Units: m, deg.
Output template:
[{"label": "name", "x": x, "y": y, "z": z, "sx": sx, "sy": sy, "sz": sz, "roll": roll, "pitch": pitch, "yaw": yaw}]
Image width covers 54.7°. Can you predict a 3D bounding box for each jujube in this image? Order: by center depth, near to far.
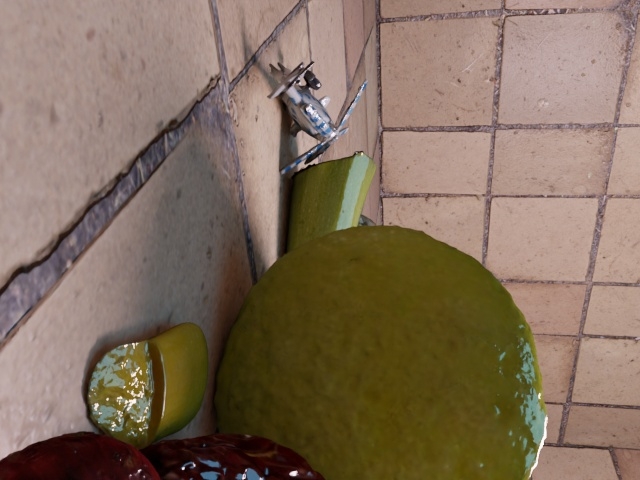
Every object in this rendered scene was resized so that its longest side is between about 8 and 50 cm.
[{"label": "jujube", "x": -0.073, "y": 0.229, "z": 0.474, "sx": 0.236, "sy": 0.168, "sz": 0.168, "roll": 51, "pitch": 37, "yaw": -44}]

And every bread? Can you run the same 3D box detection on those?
[{"label": "bread", "x": 0.065, "y": 0.176, "z": 0.738, "sx": 0.308, "sy": 0.348, "sz": 0.348, "roll": 76, "pitch": 17, "yaw": -75}]

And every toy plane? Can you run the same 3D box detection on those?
[{"label": "toy plane", "x": -0.035, "y": -0.191, "z": 0.894, "sx": 0.182, "sy": 0.107, "sz": 0.273, "roll": -48, "pitch": 163, "yaw": 23}]

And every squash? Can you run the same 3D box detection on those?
[{"label": "squash", "x": -0.013, "y": -0.003, "z": 0.977, "sx": 0.137, "sy": 0.137, "sz": 0.287, "roll": 57, "pitch": 49, "yaw": -73}]

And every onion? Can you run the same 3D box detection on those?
[{"label": "onion", "x": -0.128, "y": 0.145, "z": 0.301, "sx": 0.107, "sy": 0.097, "sz": 0.107, "roll": -20, "pitch": 120, "yaw": -39}]

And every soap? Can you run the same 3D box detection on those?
[{"label": "soap", "x": -0.123, "y": 0.114, "z": 0.482, "sx": 0.168, "sy": 0.033, "sz": 0.089, "roll": -8, "pitch": 96, "yaw": -79}]

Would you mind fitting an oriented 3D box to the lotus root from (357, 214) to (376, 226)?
[{"label": "lotus root", "x": 0.043, "y": 0.083, "z": 1.160, "sx": 0.322, "sy": 0.140, "sz": 0.158, "roll": 88, "pitch": 26, "yaw": -49}]
